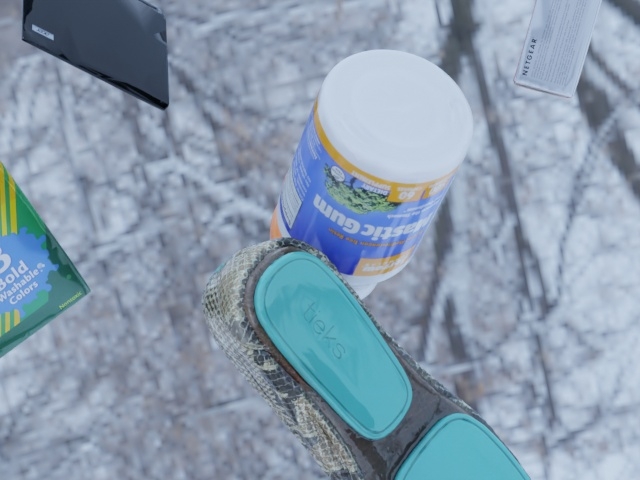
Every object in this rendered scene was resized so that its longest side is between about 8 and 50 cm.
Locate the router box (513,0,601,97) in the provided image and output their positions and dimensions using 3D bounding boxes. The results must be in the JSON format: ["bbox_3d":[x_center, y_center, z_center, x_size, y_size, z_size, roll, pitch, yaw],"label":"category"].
[{"bbox_3d":[0.346,-0.380,2.283,0.082,0.336,0.301,15,-164,5],"label":"router box"}]

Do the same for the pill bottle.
[{"bbox_3d":[0.042,-0.050,1.691,0.152,0.152,0.272,-21,154,-27],"label":"pill bottle"}]

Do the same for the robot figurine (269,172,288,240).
[{"bbox_3d":[0.000,0.002,2.083,0.158,0.128,0.219,29,168,4],"label":"robot figurine"}]

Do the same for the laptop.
[{"bbox_3d":[-0.328,-0.283,2.178,0.234,0.137,0.264,26,174,-40],"label":"laptop"}]

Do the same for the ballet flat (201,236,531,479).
[{"bbox_3d":[0.059,0.196,1.677,0.164,0.483,0.182,-46,-169,-25],"label":"ballet flat"}]

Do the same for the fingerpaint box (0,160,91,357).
[{"bbox_3d":[-0.519,0.029,1.733,0.444,0.371,0.163,-36,-141,-9],"label":"fingerpaint box"}]
